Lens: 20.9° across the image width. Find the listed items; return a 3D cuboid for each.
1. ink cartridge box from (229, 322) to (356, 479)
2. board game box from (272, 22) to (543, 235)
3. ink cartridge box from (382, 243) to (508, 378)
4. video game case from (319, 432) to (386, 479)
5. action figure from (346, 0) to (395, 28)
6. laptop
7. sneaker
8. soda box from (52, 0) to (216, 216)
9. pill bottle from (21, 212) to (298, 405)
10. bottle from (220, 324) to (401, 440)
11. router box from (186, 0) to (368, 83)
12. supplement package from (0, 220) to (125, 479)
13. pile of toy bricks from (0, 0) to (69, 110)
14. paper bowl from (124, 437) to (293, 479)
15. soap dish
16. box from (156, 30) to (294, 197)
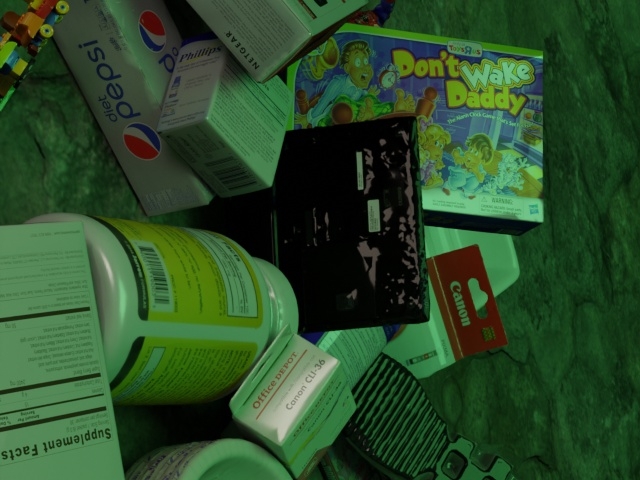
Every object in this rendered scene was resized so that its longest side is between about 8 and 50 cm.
[{"bbox_3d":[-0.028,0.178,1.862,0.115,0.067,0.198,-55,160,-15],"label":"ink cartridge box"},{"bbox_3d":[0.109,-0.142,2.194,0.347,0.078,0.233,6,75,-17],"label":"board game box"},{"bbox_3d":[0.136,0.099,2.215,0.045,0.179,0.145,-65,138,-77],"label":"ink cartridge box"},{"bbox_3d":[0.054,0.246,2.230,0.204,0.025,0.285,-46,119,-52],"label":"video game case"},{"bbox_3d":[0.106,-0.249,2.298,0.091,0.139,0.280,-32,71,-21],"label":"action figure"},{"bbox_3d":[0.000,0.000,1.970,0.136,0.264,0.234,37,48,-72],"label":"laptop"},{"bbox_3d":[0.105,0.261,2.193,0.330,0.146,0.122,44,68,-12],"label":"sneaker"},{"bbox_3d":[-0.197,-0.174,1.907,0.286,0.091,0.098,64,35,-22],"label":"soda box"},{"bbox_3d":[-0.172,0.076,1.779,0.334,0.188,0.188,8,73,-56],"label":"pill bottle"},{"bbox_3d":[-0.011,0.147,2.044,0.283,0.092,0.118,-51,133,-29],"label":"bottle"},{"bbox_3d":[-0.110,-0.344,1.915,0.335,0.082,0.301,49,19,-2],"label":"router box"},{"bbox_3d":[-0.308,0.142,1.556,0.175,0.177,0.293,-6,86,-56],"label":"supplement package"},{"bbox_3d":[-0.342,-0.178,1.697,0.105,0.118,0.212,35,65,-12],"label":"pile of toy bricks"},{"bbox_3d":[-0.131,0.352,1.794,0.284,0.148,0.284,24,60,-52],"label":"paper bowl"},{"bbox_3d":[0.149,0.002,2.366,0.291,0.118,0.229,-30,106,-57],"label":"soap dish"},{"bbox_3d":[-0.102,-0.140,1.889,0.126,0.072,0.137,47,43,-39],"label":"box"}]
